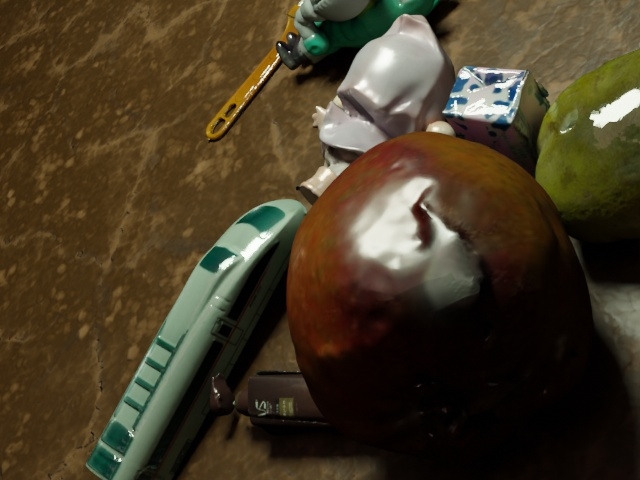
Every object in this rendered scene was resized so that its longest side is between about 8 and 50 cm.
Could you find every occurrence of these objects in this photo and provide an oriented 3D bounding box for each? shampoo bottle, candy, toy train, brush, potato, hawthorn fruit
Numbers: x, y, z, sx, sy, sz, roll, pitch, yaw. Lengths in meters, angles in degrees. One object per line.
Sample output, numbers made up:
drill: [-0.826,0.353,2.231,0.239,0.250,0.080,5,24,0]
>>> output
shampoo bottle: [-0.027,0.179,1.240,0.236,0.067,0.068,-8,64,35]
candy: [0.209,-0.119,1.206,0.092,0.160,0.073,7,68,35]
toy train: [-0.148,0.113,1.344,0.086,0.088,0.407,22,81,47]
brush: [-0.070,-0.272,1.655,0.314,0.017,0.090,-51,40,-4]
potato: [0.327,-0.100,1.106,0.228,0.148,0.197,-9,78,27]
hawthorn fruit: [0.115,0.044,1.071,0.308,0.308,0.324,-7,47,36]

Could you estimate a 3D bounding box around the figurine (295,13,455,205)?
figurine: [0.068,-0.146,1.359,0.200,0.133,0.276,23,77,43]

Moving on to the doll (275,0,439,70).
doll: [0.040,-0.324,1.496,0.258,0.153,0.195,-31,17,11]

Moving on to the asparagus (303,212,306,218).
asparagus: [0.000,0.000,1.373,0.041,0.045,0.178,-15,41,-15]
